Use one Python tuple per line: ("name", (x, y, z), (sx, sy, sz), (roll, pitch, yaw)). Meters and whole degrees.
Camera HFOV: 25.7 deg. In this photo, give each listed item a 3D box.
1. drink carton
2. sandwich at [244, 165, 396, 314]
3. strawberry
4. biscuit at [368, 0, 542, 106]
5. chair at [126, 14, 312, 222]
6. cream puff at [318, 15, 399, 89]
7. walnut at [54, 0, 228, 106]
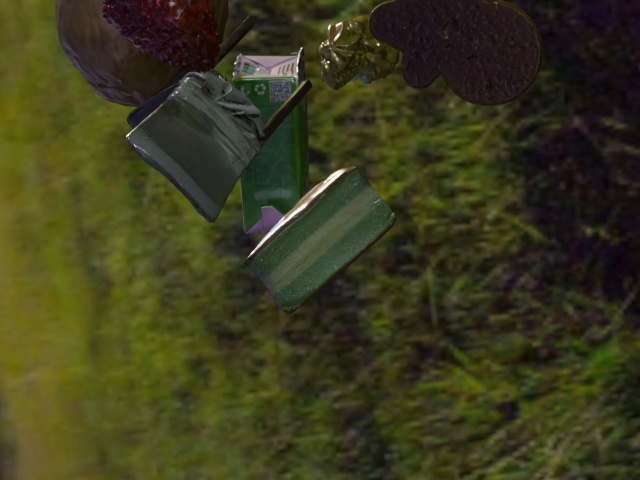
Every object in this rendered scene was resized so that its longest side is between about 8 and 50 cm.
("drink carton", (-0.073, -0.159, 2.228), (0.161, 0.108, 0.271), (-82, -11, -67))
("sandwich", (0.000, 0.000, 1.281), (0.074, 0.116, 0.074), (49, 144, -10))
("strawberry", (-0.196, -0.291, 1.654), (0.085, 0.140, 0.192), (-20, -74, -84))
("biscuit", (0.180, -0.269, 1.840), (0.180, 0.236, 0.039), (-58, -12, 11))
("chair", (-0.161, -0.136, 1.843), (0.160, 0.319, 0.186), (47, 137, -15))
("cream puff", (0.061, -0.336, 2.504), (0.156, 0.156, 0.121), (-156, 56, -68))
("walnut", (-0.261, -0.345, 2.067), (0.277, 0.252, 0.313), (108, 164, -75))
